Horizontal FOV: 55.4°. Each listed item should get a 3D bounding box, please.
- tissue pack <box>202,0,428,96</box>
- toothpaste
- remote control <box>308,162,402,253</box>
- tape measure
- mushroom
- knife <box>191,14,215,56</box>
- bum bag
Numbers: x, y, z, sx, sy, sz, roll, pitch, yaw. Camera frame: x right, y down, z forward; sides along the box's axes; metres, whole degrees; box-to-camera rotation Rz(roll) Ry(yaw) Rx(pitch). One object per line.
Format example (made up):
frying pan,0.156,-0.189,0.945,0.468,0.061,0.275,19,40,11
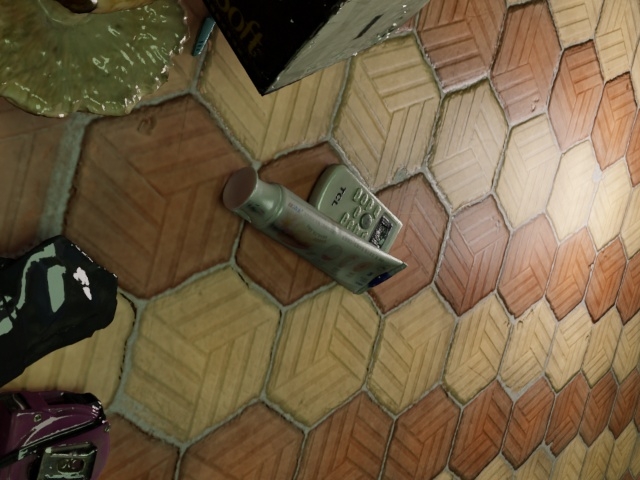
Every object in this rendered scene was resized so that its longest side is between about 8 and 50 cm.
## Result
tissue pack,-0.035,-0.340,0.522,0.198,0.210,0.370,-33,92,-39
toothpaste,0.000,0.000,0.853,0.100,0.066,0.323,-34,137,22
remote control,0.055,-0.036,0.922,0.190,0.029,0.088,40,74,-42
tape measure,-0.289,0.219,0.642,0.125,0.074,0.118,6,99,-42
mushroom,-0.175,-0.183,0.494,0.232,0.302,0.208,-14,139,-39
knife,-0.128,-0.252,0.703,0.014,0.005,0.091,28,83,-45
bum bag,-0.335,0.099,0.567,0.310,0.074,0.137,-33,133,-32
